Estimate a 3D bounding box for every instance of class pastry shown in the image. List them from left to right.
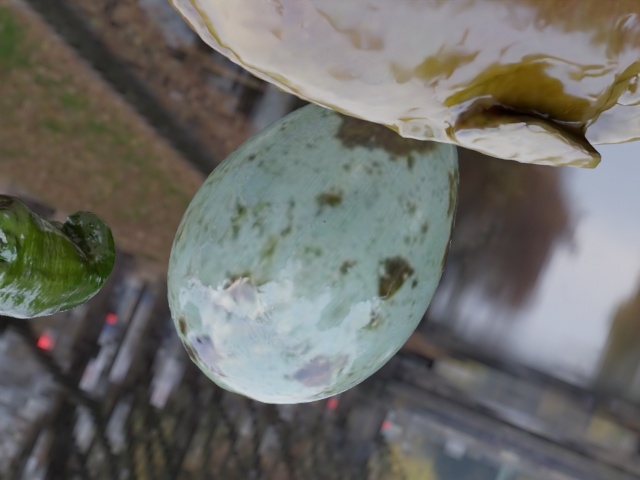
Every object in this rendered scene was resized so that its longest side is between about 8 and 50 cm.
[{"bbox_3d":[0.082,-0.192,0.814,0.356,0.356,0.164,24,-168,-21],"label":"pastry"}]

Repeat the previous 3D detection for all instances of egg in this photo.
[{"bbox_3d":[0.000,0.000,1.249,0.169,0.231,0.169,36,-177,-2],"label":"egg"}]

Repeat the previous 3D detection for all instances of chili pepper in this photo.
[{"bbox_3d":[-0.185,0.005,1.105,0.072,0.073,0.204,13,178,18],"label":"chili pepper"}]
